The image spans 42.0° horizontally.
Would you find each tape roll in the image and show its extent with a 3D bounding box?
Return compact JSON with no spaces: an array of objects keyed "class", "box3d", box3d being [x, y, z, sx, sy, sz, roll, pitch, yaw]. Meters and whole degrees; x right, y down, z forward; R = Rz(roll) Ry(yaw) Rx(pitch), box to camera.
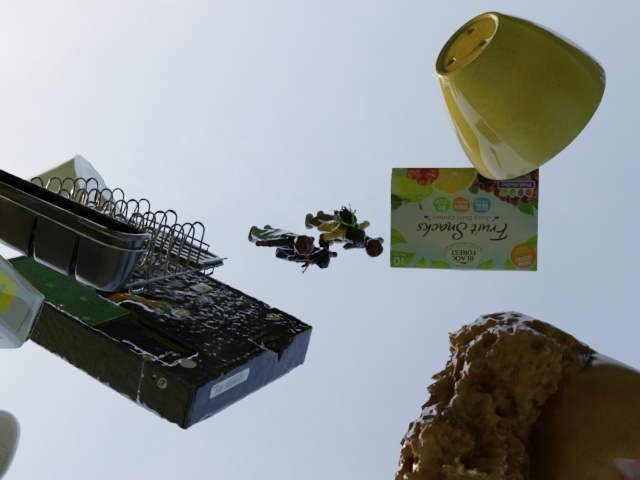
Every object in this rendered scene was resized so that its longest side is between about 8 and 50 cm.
[{"class":"tape roll","box3d":[-0.394,-0.002,1.427,0.100,0.286,0.286,-26,-120,-1]}]

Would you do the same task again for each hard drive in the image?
[{"class":"hard drive","box3d":[-0.211,0.091,0.994,0.339,0.237,0.064,24,-69,24]}]

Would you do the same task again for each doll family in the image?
[{"class":"doll family","box3d":[0.000,0.000,1.069,0.193,0.076,0.111,-20,-156,-30]}]

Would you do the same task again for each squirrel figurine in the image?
[{"class":"squirrel figurine","box3d":[0.244,0.298,0.944,0.397,0.281,0.370,29,-91,-11]}]

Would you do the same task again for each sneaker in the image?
[{"class":"sneaker","box3d":[-0.479,0.304,1.156,0.094,0.151,0.256,33,-74,-9]}]

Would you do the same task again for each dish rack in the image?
[{"class":"dish rack","box3d":[-0.226,-0.016,0.905,0.208,0.271,0.074,23,-79,18]}]

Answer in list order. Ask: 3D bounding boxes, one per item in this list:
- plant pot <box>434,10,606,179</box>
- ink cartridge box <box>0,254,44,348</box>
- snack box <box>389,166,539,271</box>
[{"class":"plant pot","box3d":[0.151,-0.132,0.689,0.134,0.095,0.134,-37,-150,26]},{"class":"ink cartridge box","box3d":[-0.438,-0.012,0.679,0.303,0.307,0.072,0,-128,21]},{"class":"snack box","box3d":[0.140,-0.021,0.815,0.141,0.037,0.100,1,-87,12]}]
